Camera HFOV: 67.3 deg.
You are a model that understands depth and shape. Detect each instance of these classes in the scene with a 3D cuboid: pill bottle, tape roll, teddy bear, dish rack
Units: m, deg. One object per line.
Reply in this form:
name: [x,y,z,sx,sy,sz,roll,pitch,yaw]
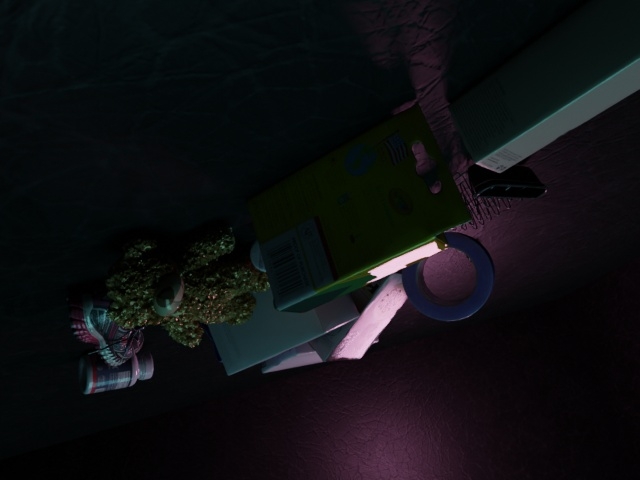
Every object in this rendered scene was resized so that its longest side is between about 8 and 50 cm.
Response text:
pill bottle: [-0.577,0.365,1.363,0.180,0.107,0.108,0,152,-40]
tape roll: [0.277,0.075,1.042,0.189,0.188,0.080,-27,171,22]
teddy bear: [-0.214,0.094,0.886,0.245,0.113,0.338,-43,148,3]
dish rack: [0.314,-0.073,1.034,0.208,0.074,0.271,-1,154,-35]

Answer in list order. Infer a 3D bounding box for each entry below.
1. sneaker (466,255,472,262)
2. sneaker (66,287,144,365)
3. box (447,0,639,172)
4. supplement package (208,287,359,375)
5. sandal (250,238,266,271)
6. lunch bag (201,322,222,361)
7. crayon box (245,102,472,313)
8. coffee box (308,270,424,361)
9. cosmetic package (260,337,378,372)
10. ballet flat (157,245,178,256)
sneaker: [0.480,0.032,1.481,0.044,0.040,0.109,-33,163,-5]
sneaker: [-0.428,0.187,1.026,0.112,0.120,0.299,-15,158,-12]
box: [0.321,-0.212,0.647,0.275,0.113,0.094,-32,155,36]
supplement package: [-0.094,0.169,1.124,0.293,0.175,0.178,-30,169,28]
sandal: [-0.004,-0.010,0.913,0.266,0.101,0.076,-18,171,-5]
lunch bag: [-0.161,0.235,1.388,0.293,0.138,0.221,-29,159,-5]
crayon box: [0.053,-0.038,0.737,0.319,0.202,0.081,-26,158,23]
coffee box: [0.104,0.165,1.237,0.168,0.119,0.297,13,118,-51]
cosmetic package: [-0.014,0.336,1.674,0.385,0.156,0.217,4,149,-42]
ballet flat: [-0.284,0.045,0.885,0.058,0.049,0.173,-24,158,18]
